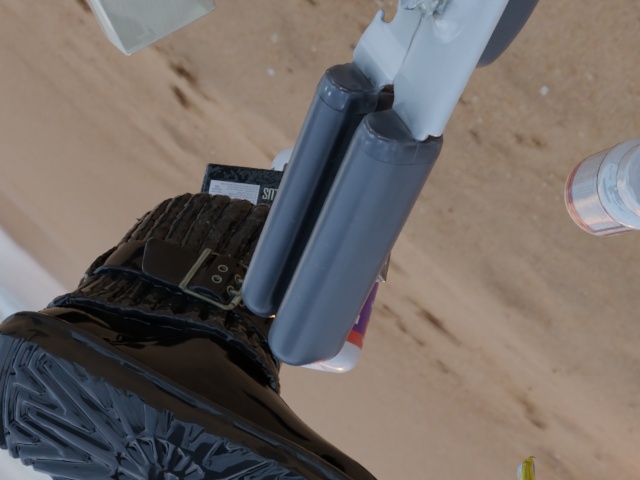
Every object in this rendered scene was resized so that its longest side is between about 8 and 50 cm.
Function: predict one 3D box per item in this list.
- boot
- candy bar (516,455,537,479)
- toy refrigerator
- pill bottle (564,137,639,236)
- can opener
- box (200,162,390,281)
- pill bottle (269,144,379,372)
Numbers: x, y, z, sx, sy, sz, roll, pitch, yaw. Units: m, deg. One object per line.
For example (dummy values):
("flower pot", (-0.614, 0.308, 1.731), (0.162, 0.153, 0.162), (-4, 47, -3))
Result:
("boot", (-0.039, 0.102, 0.789), (0.348, 0.260, 0.131), (33, 123, 12))
("candy bar", (0.210, 0.295, 1.144), (0.018, 0.161, 0.040), (4, 152, 0))
("toy refrigerator", (-0.207, -0.320, 1.055), (0.094, 0.102, 0.269), (41, 160, 57))
("pill bottle", (0.413, -0.071, 1.506), (0.121, 0.121, 0.221), (41, 173, -2))
("can opener", (0.039, -0.051, 0.560), (0.074, 0.093, 0.280), (58, 134, 37))
("box", (-0.023, -0.017, 1.205), (0.180, 0.077, 0.147), (7, 168, 14))
("pill bottle", (0.000, 0.000, 1.490), (0.181, 0.323, 0.181), (15, 169, 3))
